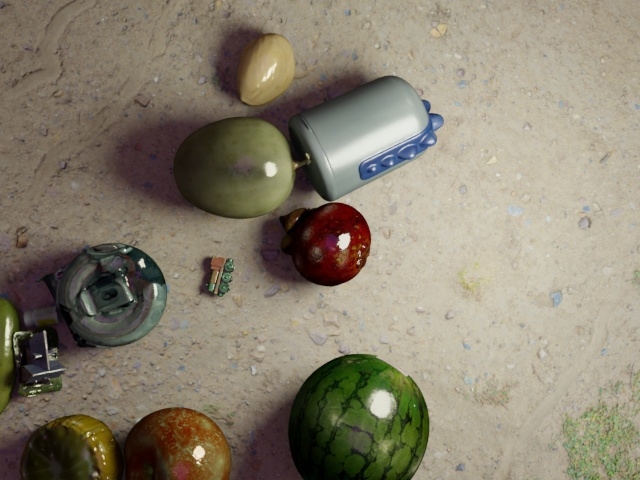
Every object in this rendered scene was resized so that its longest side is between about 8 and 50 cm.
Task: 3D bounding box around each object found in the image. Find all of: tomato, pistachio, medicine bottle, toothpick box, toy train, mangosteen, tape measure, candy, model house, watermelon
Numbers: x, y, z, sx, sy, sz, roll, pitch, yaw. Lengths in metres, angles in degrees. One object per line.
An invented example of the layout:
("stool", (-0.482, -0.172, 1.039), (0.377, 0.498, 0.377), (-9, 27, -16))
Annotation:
("tomato", (-0.333, 0.533, 1.741), (0.223, 0.270, 0.270), (-2, 86, -45))
("pistachio", (-0.140, -0.439, 1.877), (0.145, 0.117, 0.200), (23, 85, -9))
("medicine bottle", (-0.691, 0.189, 1.817), (0.083, 0.047, 0.047), (-10, 88, -3))
("toothpick box", (0.127, -0.263, 1.829), (0.355, 0.263, 0.262), (-27, 90, -8))
("toy train", (-0.258, 0.092, 1.872), (0.064, 0.044, 0.103), (13, 83, -2))
("mangosteen", (0.000, 0.000, 1.837), (0.258, 0.215, 0.215), (20, 84, 27))
("tape measure", (-0.518, 0.138, 1.790), (0.275, 0.147, 0.256), (-27, 90, -6))
("candy", (-0.597, 0.548, 1.750), (0.260, 0.118, 0.259), (-1, 88, 19))
("model house", (-0.670, 0.293, 1.770), (0.117, 0.088, 0.166), (-2, 85, -44))
("watermelon", (0.086, 0.453, 1.745), (0.364, 0.363, 0.362), (0, 87, -6))

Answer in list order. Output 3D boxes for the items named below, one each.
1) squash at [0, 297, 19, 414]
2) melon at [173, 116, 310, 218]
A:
("squash", (-0.786, 0.311, 1.780), (0.095, 0.094, 0.340), (5, 85, -6))
("melon", (-0.202, -0.178, 1.789), (0.308, 0.272, 0.271), (14, 85, -11))
